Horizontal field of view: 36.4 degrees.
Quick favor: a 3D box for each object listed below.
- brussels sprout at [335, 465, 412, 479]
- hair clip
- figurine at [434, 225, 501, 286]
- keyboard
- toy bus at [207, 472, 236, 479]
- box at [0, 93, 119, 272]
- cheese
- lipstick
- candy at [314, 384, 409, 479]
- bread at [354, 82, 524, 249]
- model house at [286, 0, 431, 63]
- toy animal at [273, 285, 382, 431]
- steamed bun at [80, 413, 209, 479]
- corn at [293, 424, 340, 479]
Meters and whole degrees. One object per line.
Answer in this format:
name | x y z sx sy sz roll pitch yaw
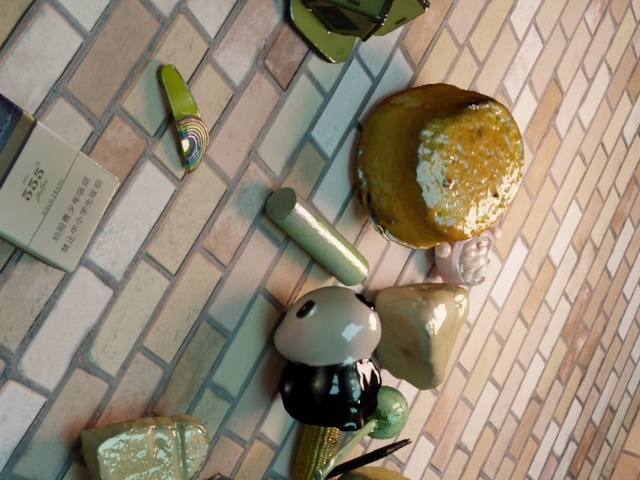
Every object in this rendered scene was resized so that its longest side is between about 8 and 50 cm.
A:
brussels sprout | 0.096 0.683 2.093 0.315 0.276 0.371 -5 107 -54
hair clip | -0.220 -0.201 1.591 0.060 0.033 0.188 -42 132 -35
figurine | 0.328 -0.018 2.257 0.200 0.133 0.276 -14 109 -35
keyboard | 0.085 0.464 2.048 0.106 0.262 0.016 -18 78 -41
toy bus | -0.244 0.530 1.759 0.302 0.113 0.139 -25 121 -47
box | -0.416 -0.080 1.359 0.259 0.071 0.168 41 70 -49
cheese | 0.220 0.165 2.148 0.251 0.174 0.248 -57 148 -20
lipstick | 0.000 0.000 1.900 0.304 0.076 0.076 42 70 -49
candy | 0.080 0.412 2.025 0.440 0.119 0.119 -26 123 -65
bread | 0.250 -0.156 2.013 0.358 0.204 0.337 -25 104 -27
model house | 0.116 -0.434 1.732 0.205 0.279 0.218 35 73 -49
toy animal | 0.015 0.221 1.900 0.212 0.212 0.266 -5 95 -50
steamed bun | -0.294 0.374 1.635 0.212 0.110 0.231 -23 117 -33
corn | -0.002 0.409 2.037 0.080 0.080 0.238 10 98 -52
